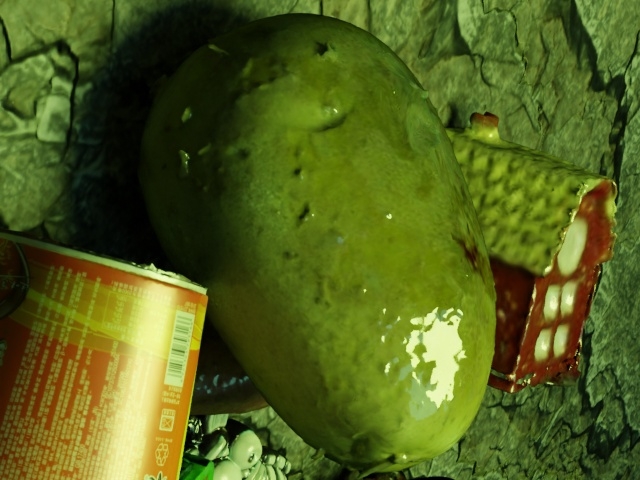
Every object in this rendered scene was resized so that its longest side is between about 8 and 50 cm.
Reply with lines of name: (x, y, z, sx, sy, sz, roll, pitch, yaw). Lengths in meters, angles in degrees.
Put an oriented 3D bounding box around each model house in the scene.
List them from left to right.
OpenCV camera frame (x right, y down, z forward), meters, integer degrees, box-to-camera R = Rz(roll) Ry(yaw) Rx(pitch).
model house: (0.184, 0.006, 1.545, 0.160, 0.196, 0.254, -11, 117, -52)

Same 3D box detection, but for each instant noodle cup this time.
instant noodle cup: (-0.176, 0.093, 1.058, 0.213, 0.213, 0.174, 24, 80, -58)

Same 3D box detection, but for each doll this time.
doll: (-0.078, 0.217, 1.395, 0.091, 0.067, 0.219, -55, 144, -14)

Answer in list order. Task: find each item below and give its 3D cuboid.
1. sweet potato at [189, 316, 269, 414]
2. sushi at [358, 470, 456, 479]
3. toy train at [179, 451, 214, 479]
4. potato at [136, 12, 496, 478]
sweet potato: (-0.045, 0.078, 1.321, 0.336, 0.131, 0.131, -11, 119, -35)
sushi: (0.078, 0.336, 1.560, 0.227, 0.215, 0.212, 8, 101, -57)
toy train: (-0.174, 0.274, 1.197, 0.243, 0.132, 0.188, -45, 146, -62)
potato: (0.013, 0.002, 1.183, 0.269, 0.219, 0.359, -25, 87, -54)
